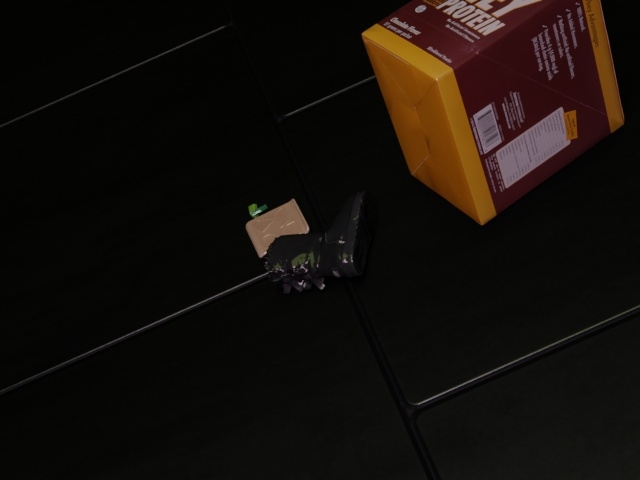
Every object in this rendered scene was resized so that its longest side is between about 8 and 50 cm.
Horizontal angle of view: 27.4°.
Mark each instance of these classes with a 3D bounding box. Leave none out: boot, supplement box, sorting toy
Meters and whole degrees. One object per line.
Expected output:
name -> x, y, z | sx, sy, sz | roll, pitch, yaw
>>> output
boot -> 0.000, 0.000, 1.341 | 0.099, 0.045, 0.121 | -8, 43, 23
supplement box -> 0.177, -0.162, 1.313 | 0.194, 0.191, 0.129 | -35, 41, -13
sorting toy -> -0.049, -0.020, 1.408 | 0.062, 0.012, 0.083 | -29, 43, 1
